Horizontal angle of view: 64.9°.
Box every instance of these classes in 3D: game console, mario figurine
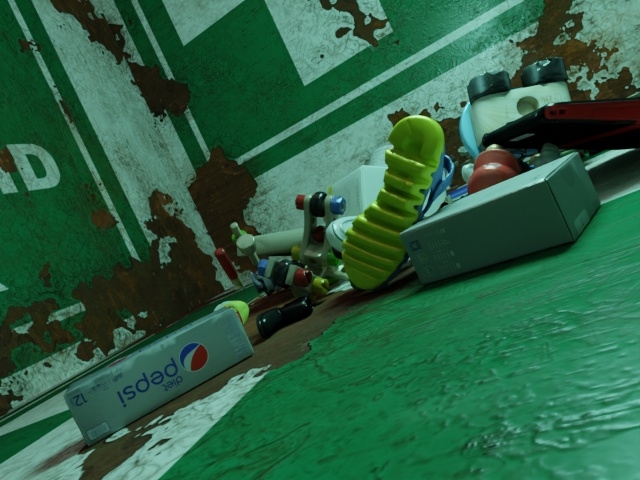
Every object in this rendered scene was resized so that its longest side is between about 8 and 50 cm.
[{"bbox_3d":[0.527,-0.221,0.963,0.341,0.060,0.386,2,4,3],"label":"game console"},{"bbox_3d":[0.414,-0.165,1.111,0.320,0.170,0.198,-18,-30,-56],"label":"mario figurine"}]

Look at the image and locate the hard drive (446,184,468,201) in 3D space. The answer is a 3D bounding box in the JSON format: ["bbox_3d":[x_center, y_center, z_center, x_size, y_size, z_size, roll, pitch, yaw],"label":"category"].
[{"bbox_3d":[0.489,-0.156,1.791,0.318,0.040,0.210,-26,2,44],"label":"hard drive"}]

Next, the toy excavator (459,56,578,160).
[{"bbox_3d":[0.592,-0.312,1.427,0.432,0.223,0.445,-11,-8,2],"label":"toy excavator"}]

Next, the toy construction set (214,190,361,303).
[{"bbox_3d":[-0.051,0.059,1.134,0.308,0.258,0.237,-9,-41,7],"label":"toy construction set"}]

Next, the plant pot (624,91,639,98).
[{"bbox_3d":[0.767,-0.290,1.183,0.109,0.109,0.096,-24,-10,38],"label":"plant pot"}]

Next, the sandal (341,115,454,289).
[{"bbox_3d":[0.148,-0.052,0.888,0.138,0.126,0.318,3,-62,-55],"label":"sandal"}]

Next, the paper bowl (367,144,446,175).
[{"bbox_3d":[0.296,-0.209,1.799,0.283,0.148,0.284,15,-15,4],"label":"paper bowl"}]

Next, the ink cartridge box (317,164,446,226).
[{"bbox_3d":[0.170,-0.101,1.575,0.278,0.161,0.384,-1,-7,-22],"label":"ink cartridge box"}]

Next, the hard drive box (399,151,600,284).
[{"bbox_3d":[0.266,-0.032,0.750,0.232,0.089,0.181,-24,2,43],"label":"hard drive box"}]

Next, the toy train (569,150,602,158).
[{"bbox_3d":[0.703,-0.228,1.390,0.158,0.027,0.036,-24,13,31],"label":"toy train"}]

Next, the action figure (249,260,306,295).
[{"bbox_3d":[-0.079,0.096,1.658,0.284,0.099,0.185,-22,-3,10],"label":"action figure"}]

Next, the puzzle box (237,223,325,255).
[{"bbox_3d":[0.000,0.000,1.417,0.408,0.052,0.272,-8,-6,34],"label":"puzzle box"}]

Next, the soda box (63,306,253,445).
[{"bbox_3d":[-0.262,0.215,0.840,0.286,0.091,0.098,-27,3,-22],"label":"soda box"}]

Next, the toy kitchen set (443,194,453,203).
[{"bbox_3d":[0.338,-0.080,1.407,0.075,0.068,0.083,-24,2,33],"label":"toy kitchen set"}]

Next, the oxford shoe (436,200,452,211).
[{"bbox_3d":[0.311,-0.060,1.179,0.076,0.076,0.212,-26,0,21],"label":"oxford shoe"}]

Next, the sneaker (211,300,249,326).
[{"bbox_3d":[-0.205,0.192,1.117,0.094,0.082,0.208,-16,12,27],"label":"sneaker"}]

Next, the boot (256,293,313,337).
[{"bbox_3d":[-0.067,0.145,0.984,0.099,0.045,0.121,-21,3,9],"label":"boot"}]

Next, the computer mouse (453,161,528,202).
[{"bbox_3d":[0.501,-0.147,1.435,0.184,0.060,0.262,-22,-6,-42],"label":"computer mouse"}]

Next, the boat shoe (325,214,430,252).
[{"bbox_3d":[0.133,-0.026,0.995,0.257,0.095,0.084,-3,-35,-33],"label":"boat shoe"}]
